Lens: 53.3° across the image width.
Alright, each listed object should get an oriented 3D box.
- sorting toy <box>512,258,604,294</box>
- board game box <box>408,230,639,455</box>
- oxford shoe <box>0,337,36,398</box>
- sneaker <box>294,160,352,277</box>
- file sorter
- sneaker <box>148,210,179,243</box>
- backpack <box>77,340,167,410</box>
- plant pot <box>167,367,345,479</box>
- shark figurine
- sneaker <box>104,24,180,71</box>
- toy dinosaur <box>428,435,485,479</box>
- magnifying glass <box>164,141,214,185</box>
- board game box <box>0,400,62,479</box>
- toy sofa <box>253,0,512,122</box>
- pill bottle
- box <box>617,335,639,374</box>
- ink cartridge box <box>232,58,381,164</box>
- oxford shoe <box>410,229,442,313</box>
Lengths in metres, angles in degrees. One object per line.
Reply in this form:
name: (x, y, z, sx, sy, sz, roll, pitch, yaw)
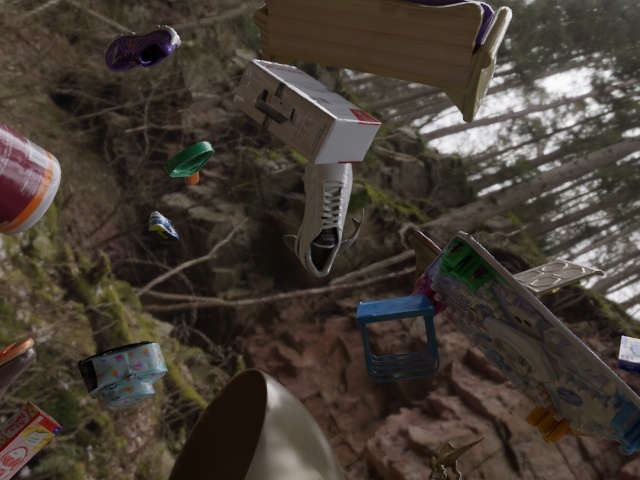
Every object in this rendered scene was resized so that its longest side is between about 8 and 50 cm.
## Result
sorting toy: (0.608, 0.101, 1.688, 0.193, 0.208, 0.038, -143, -140, -78)
board game box: (0.310, 0.183, 1.027, 0.390, 0.050, 0.390, 45, -10, 10)
oxford shoe: (-0.670, 0.339, 1.239, 0.133, 0.364, 0.130, 46, 1, -9)
sneaker: (0.013, -0.053, 1.086, 0.095, 0.090, 0.235, -112, -152, -70)
file sorter: (0.124, 0.154, 1.032, 0.170, 0.118, 0.104, -30, 112, -85)
sneaker: (-0.436, -0.033, 1.783, 0.144, 0.053, 0.059, 71, 3, -66)
backpack: (-0.457, 0.319, 1.513, 0.144, 0.188, 0.166, 62, -23, 13)
plant pot: (-0.077, 0.347, 0.879, 0.191, 0.284, 0.284, 33, -18, -19)
shark figurine: (0.027, 0.008, 2.054, 0.116, 0.278, 0.166, 69, 4, -68)
sneaker: (-0.347, -0.357, 1.209, 0.170, 0.071, 0.068, -11, -44, 28)
toy dinosaur: (0.274, 0.473, 1.366, 0.183, 0.053, 0.092, -49, -161, 44)
magnifying glass: (-0.244, -0.137, 1.202, 0.026, 0.092, 0.231, 59, -12, -1)
board game box: (-0.667, 0.448, 1.371, 0.045, 0.193, 0.146, 37, -23, 16)
toy sofa: (0.091, -0.322, 0.964, 0.363, 0.150, 0.177, 15, -44, 17)
pill bottle: (-0.793, -0.187, 1.384, 0.224, 0.224, 0.392, 47, 5, 40)
box: (0.809, 0.296, 1.634, 0.081, 0.136, 0.028, 9, -66, 25)
ink cartridge box: (-0.016, -0.143, 0.717, 0.135, 0.099, 0.056, 39, -63, 25)
oxford shoe: (0.346, 0.113, 1.996, 0.348, 0.130, 0.123, 56, -4, -35)
